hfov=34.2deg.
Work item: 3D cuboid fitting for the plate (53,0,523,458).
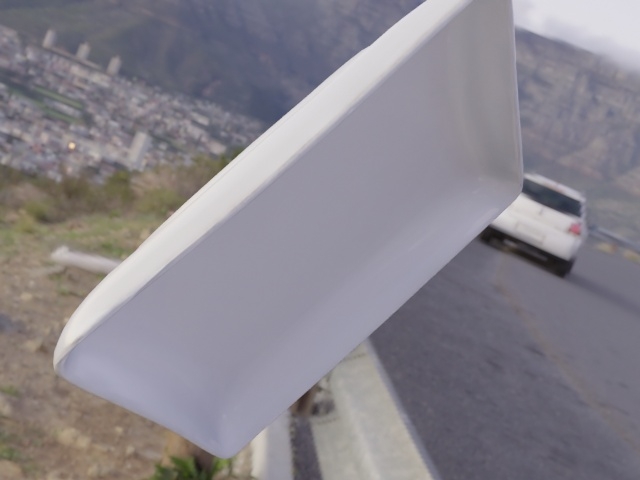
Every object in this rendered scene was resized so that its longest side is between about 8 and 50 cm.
[{"bbox_3d":[0.000,0.000,0.595,0.045,0.277,0.278,47,-4,22],"label":"plate"}]
